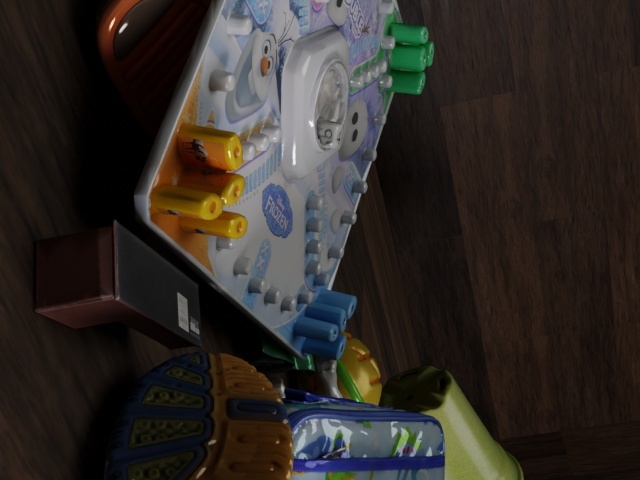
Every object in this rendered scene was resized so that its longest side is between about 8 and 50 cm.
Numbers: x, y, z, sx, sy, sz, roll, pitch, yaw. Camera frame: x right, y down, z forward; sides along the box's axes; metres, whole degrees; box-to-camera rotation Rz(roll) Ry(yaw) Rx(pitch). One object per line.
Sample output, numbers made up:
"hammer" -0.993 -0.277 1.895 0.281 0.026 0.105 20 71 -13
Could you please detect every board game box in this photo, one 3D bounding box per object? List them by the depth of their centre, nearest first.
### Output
"board game box" 0.009 -0.119 0.722 0.390 0.050 0.390 55 50 -63

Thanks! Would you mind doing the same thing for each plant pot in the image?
"plant pot" 0.214 0.393 1.572 0.276 0.276 0.254 -77 143 -67

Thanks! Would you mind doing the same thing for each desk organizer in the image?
"desk organizer" -0.120 0.035 0.506 0.130 0.050 0.047 56 25 -67

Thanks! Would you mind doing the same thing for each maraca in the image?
"maraca" 0.014 0.160 1.049 0.186 0.099 0.127 52 -15 45

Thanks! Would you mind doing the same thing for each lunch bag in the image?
"lunch bag" 0.011 0.207 0.627 0.219 0.090 0.176 19 74 -49

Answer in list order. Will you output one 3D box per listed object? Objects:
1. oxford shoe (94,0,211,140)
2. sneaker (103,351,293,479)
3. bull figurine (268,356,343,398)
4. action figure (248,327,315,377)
"oxford shoe" -0.101 -0.150 0.732 0.133 0.130 0.363 49 6 19
"sneaker" -0.075 0.198 0.471 0.296 0.112 0.131 -97 -163 -51
"bull figurine" -0.006 0.236 0.818 0.310 0.101 0.188 -80 154 -67
"action figure" -0.051 0.024 0.892 0.137 0.063 0.232 54 31 -65
